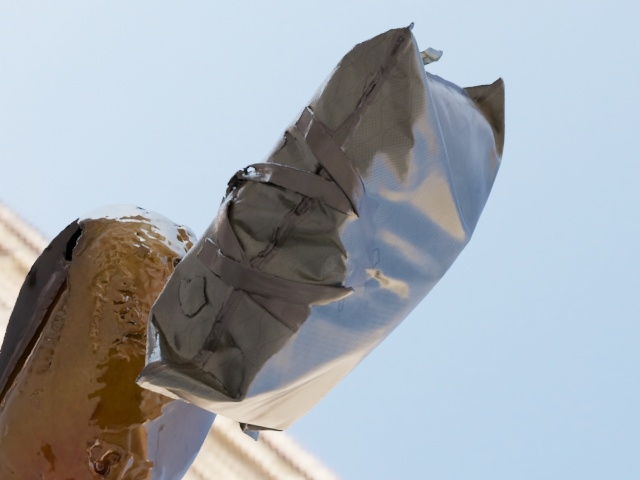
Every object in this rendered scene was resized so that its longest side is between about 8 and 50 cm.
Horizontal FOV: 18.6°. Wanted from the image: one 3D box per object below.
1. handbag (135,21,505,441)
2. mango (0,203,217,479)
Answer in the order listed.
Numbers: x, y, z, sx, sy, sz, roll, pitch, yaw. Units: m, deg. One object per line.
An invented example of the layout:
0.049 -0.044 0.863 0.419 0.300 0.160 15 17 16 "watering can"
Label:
0.000 0.000 1.117 0.117 0.182 0.270 39 -82 22 "handbag"
-0.141 0.089 1.326 0.156 0.151 0.249 110 -6 -57 "mango"
